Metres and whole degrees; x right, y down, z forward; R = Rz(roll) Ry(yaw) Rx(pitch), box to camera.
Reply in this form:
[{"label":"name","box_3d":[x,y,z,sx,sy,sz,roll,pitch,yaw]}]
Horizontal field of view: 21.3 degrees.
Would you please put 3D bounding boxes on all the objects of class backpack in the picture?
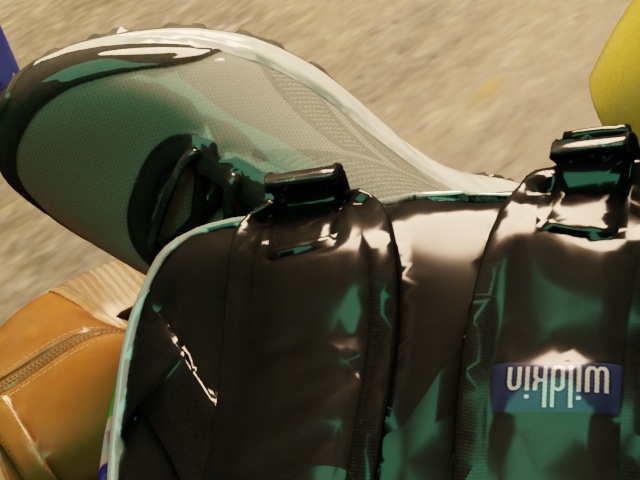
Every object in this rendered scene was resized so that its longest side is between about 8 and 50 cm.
[{"label":"backpack","box_3d":[0.044,0.121,0.498,0.225,0.191,0.253,-5,46,14]}]

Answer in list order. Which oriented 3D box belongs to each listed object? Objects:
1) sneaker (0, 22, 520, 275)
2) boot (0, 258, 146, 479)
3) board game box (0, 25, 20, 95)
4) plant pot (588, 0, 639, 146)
[{"label":"sneaker","box_3d":[0.000,0.000,0.648,0.272,0.100,0.108,23,26,-1]},{"label":"boot","box_3d":[-0.091,0.088,0.705,0.152,0.073,0.197,-33,33,-16]},{"label":"board game box","box_3d":[-0.326,0.002,0.895,0.233,0.078,0.347,-3,40,19]},{"label":"plant pot","box_3d":[0.177,-0.069,0.755,0.095,0.134,0.134,-32,31,24]}]
